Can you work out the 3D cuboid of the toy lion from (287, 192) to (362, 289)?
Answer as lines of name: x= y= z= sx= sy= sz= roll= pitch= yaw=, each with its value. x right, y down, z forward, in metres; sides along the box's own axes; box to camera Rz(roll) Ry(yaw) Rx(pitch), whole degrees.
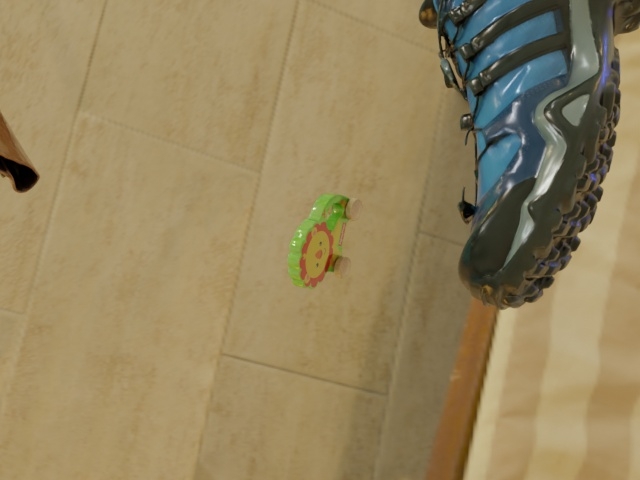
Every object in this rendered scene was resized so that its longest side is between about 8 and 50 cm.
toy lion: x=0.000 y=0.000 z=1.106 sx=0.096 sy=0.034 sz=0.100 roll=8 pitch=94 yaw=-60

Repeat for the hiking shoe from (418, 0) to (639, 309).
hiking shoe: x=0.120 y=-0.102 z=0.672 sx=0.132 sy=0.113 sz=0.304 roll=12 pitch=70 yaw=19

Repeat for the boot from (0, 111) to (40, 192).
boot: x=-0.460 y=-0.204 z=1.309 sx=0.096 sy=0.264 sz=0.280 roll=-27 pitch=70 yaw=-4
